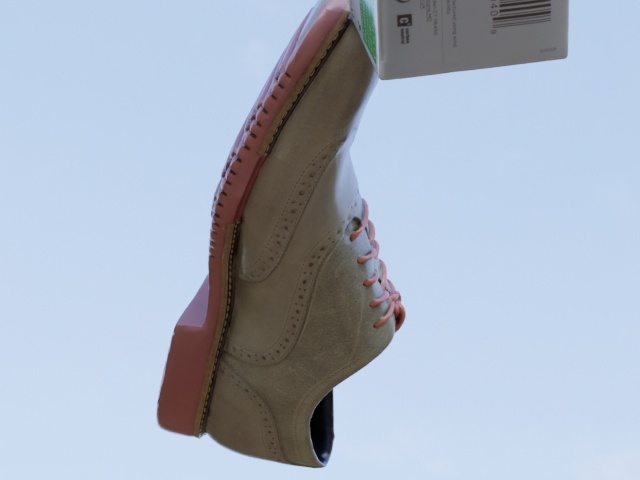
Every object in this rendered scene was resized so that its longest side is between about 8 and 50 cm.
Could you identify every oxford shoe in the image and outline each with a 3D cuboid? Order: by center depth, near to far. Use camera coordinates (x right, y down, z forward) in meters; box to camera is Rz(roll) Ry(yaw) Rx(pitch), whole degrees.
[{"bbox_3d":[0.000,0.000,1.085,0.130,0.123,0.348,22,-48,4],"label":"oxford shoe"}]

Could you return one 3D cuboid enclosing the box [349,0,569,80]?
[{"bbox_3d":[0.068,-0.147,0.915,0.102,0.087,0.101,-7,-61,-6],"label":"box"}]
